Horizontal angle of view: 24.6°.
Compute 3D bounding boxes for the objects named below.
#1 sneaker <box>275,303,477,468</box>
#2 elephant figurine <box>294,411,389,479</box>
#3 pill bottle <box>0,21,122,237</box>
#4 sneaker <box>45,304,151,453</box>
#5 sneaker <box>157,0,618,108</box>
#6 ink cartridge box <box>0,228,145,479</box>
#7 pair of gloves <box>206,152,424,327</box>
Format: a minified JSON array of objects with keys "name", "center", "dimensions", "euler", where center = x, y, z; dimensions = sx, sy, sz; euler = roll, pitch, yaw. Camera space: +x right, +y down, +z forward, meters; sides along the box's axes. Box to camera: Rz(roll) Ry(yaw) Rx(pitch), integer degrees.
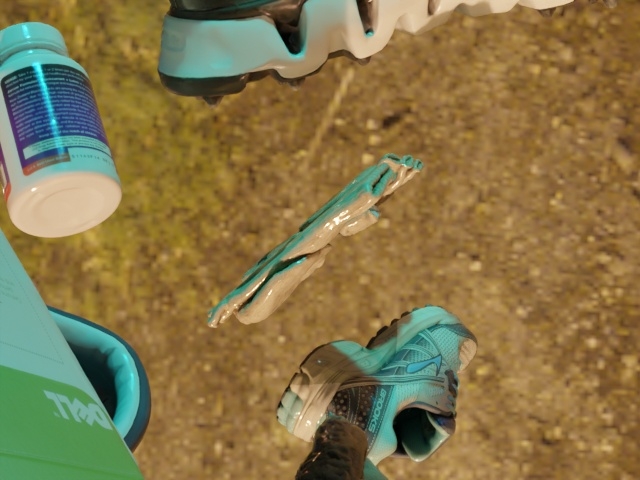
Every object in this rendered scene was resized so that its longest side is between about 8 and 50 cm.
[{"name":"sneaker","center":[0.078,0.150,1.364],"dimensions":[0.122,0.283,0.110],"euler":[39,120,22]},{"name":"elephant figurine","center":[0.023,0.143,0.529],"dimensions":[0.186,0.239,0.169],"euler":[-27,30,29]},{"name":"pill bottle","center":[-0.263,-0.109,1.403],"dimensions":[0.108,0.108,0.193],"euler":[-51,49,45]},{"name":"sneaker","center":[-0.182,0.102,0.517],"dimensions":[0.099,0.282,0.153],"euler":[51,130,20]},{"name":"sneaker","center":[0.050,-0.123,0.476],"dimensions":[0.078,0.234,0.106],"euler":[-146,41,-64]},{"name":"ink cartridge box","center":[-0.113,0.030,0.370],"dimensions":[0.062,0.109,0.209],"euler":[-38,67,7]},{"name":"pair of gloves","center":[0.000,0.000,1.301],"dimensions":[0.204,0.042,0.240],"euler":[-40,2,16]}]
